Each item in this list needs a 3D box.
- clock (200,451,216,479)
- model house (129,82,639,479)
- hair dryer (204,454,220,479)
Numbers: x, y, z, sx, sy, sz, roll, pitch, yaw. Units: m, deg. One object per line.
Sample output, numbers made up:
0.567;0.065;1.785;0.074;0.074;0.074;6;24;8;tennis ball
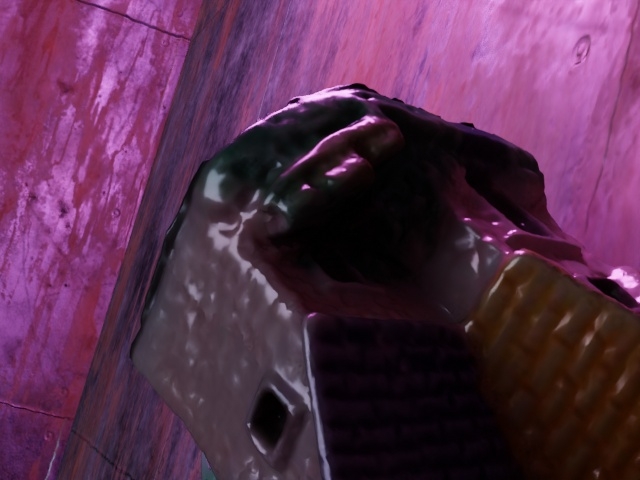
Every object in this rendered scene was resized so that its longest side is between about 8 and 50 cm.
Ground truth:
-0.093;0.220;1.155;0.135;0.041;0.101;-61;20;27;clock
0.065;0.062;0.559;0.237;0.237;0.202;46;114;40;model house
-0.044;0.144;1.070;0.220;0.054;0.195;-43;48;10;hair dryer
